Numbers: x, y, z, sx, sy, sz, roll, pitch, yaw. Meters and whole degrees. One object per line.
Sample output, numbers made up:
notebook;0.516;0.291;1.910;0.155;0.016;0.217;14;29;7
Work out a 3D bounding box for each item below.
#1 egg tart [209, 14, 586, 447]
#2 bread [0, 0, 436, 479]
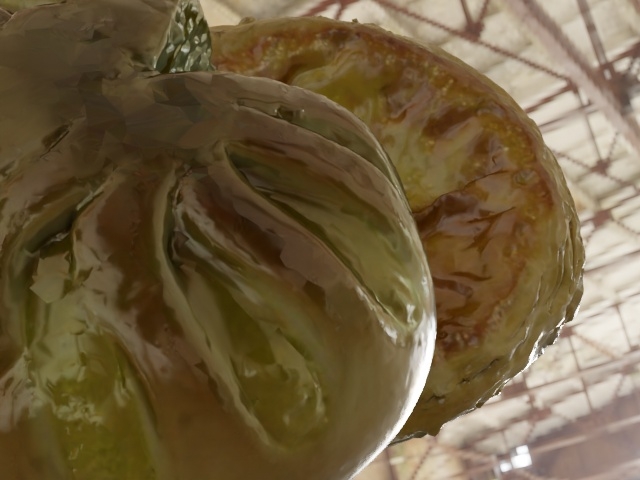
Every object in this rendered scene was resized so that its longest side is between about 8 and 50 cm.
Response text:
egg tart;0.001;0.000;0.829;0.341;0.341;0.132;-6;-31;-16
bread;-0.102;-0.010;0.591;0.333;0.333;0.160;-5;-47;-19
